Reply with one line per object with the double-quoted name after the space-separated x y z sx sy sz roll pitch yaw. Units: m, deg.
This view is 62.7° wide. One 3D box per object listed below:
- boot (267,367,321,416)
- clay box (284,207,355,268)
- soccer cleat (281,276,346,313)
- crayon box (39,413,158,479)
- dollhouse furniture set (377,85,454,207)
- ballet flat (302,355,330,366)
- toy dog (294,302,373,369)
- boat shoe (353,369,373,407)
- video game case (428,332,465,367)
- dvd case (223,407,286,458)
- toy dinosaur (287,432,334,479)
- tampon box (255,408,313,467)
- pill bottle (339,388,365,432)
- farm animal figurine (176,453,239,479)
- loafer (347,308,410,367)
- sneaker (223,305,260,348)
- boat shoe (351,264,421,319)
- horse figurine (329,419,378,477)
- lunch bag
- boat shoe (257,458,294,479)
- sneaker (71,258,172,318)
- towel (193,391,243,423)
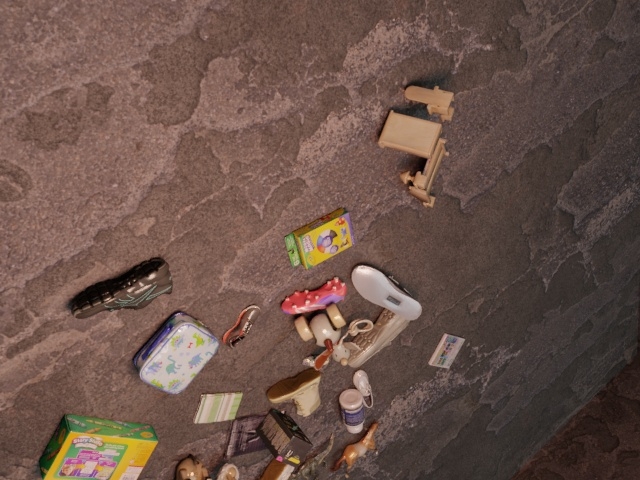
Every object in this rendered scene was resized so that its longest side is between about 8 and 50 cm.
-0.089 0.572 1.902 0.213 0.077 0.165 -19 124 -29 "boot"
0.000 0.000 1.697 0.222 0.053 0.128 -28 125 -21 "clay box"
-0.017 0.206 1.773 0.248 0.083 0.095 -22 127 -27 "soccer cleat"
-0.644 0.618 1.543 0.278 0.081 0.165 27 95 -39 "crayon box"
0.333 -0.311 1.782 0.303 0.173 0.355 -68 159 -5 "dollhouse furniture set"
-0.010 0.440 1.914 0.114 0.041 0.041 -1 112 -34 "ballet flat"
0.049 0.354 1.796 0.220 0.161 0.333 -39 137 19 "toy dog"
0.175 0.597 2.100 0.066 0.063 0.184 -22 123 -24 "boat shoe"
0.563 0.493 2.342 0.143 0.019 0.157 20 101 -38 "video game case"
-0.235 0.695 1.900 0.221 0.018 0.165 1 110 -34 "dvd case"
-0.022 0.909 2.124 0.268 0.064 0.118 -38 121 -17 "toy dinosaur"
-0.128 0.698 1.857 0.101 0.161 0.120 -51 129 -4 "tampon box"
0.128 0.682 2.090 0.094 0.094 0.169 -23 123 -24 "pill bottle"
-0.470 0.866 1.741 0.330 0.172 0.327 27 83 -32 "farm animal figurine"
0.225 0.370 1.993 0.319 0.112 0.111 -41 120 -11 "loafer"
-0.239 0.279 1.663 0.158 0.065 0.061 -52 130 -2 "sneaker"
0.234 0.174 1.907 0.306 0.105 0.113 29 104 -15 "boat shoe"
0.158 0.901 2.237 0.263 0.066 0.175 -25 130 -25 "horse figurine"
-0.423 0.329 1.547 0.219 0.090 0.176 -50 131 -4 "lunch bag"
-0.199 0.949 1.996 0.277 0.098 0.096 -47 129 -8 "boat shoe"
-0.515 0.150 1.392 0.267 0.101 0.106 -26 127 -21 "sneaker"
-0.343 0.558 1.761 0.152 0.023 0.113 9 109 -39 "towel"
